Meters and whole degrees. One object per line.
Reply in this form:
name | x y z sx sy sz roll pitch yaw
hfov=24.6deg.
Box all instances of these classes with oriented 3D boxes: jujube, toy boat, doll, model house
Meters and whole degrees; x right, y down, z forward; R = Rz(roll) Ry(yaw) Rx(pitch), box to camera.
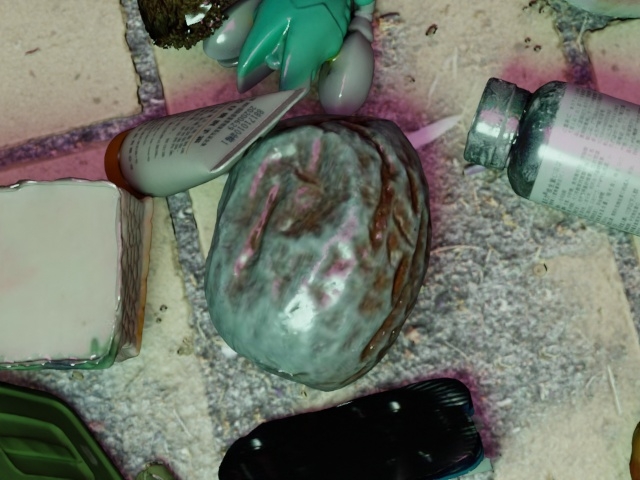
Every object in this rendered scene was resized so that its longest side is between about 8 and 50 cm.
jujube | 0.001 0.002 1.624 0.246 0.215 0.308 21 82 31
toy boat | 0.038 0.255 1.645 0.299 0.092 0.134 -16 47 9
doll | -0.001 -0.242 1.707 0.258 0.153 0.195 -34 62 -18
model house | -0.302 0.048 1.629 0.237 0.237 0.202 -3 83 8

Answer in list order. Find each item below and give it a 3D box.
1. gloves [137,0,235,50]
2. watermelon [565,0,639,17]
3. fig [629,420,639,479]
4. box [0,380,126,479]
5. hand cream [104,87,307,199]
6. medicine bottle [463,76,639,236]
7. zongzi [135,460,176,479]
gloves | -0.131 -0.365 1.655 0.210 0.135 0.312 25 93 46
watermelon | 0.365 -0.374 1.670 0.224 0.180 0.305 37 87 22
fig | 0.524 0.276 1.560 0.369 0.286 0.286 19 82 -24
box | -0.350 0.278 1.545 0.178 0.329 0.253 -48 61 9
hand cream | -0.133 -0.108 1.605 0.140 0.314 0.089 -44 106 -24
medicine bottle | 0.312 -0.093 1.650 0.293 0.141 0.141 19 83 6
zongzi | -0.197 0.323 1.672 0.119 0.055 0.109 -41 78 9
